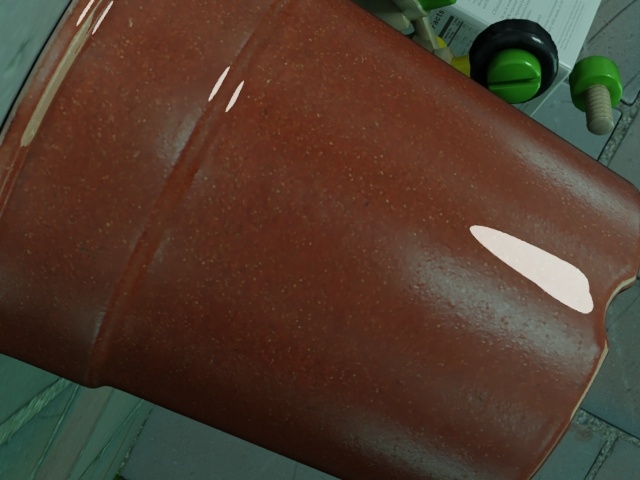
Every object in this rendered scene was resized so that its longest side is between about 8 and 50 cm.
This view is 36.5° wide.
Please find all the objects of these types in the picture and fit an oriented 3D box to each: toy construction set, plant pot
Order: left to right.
[{"bbox_3d":[0.000,0.000,0.507,0.272,0.265,0.272,-62,-179,2],"label":"plant pot"},{"bbox_3d":[0.026,-0.153,0.756,0.309,0.257,0.237,-35,-149,38],"label":"toy construction set"}]

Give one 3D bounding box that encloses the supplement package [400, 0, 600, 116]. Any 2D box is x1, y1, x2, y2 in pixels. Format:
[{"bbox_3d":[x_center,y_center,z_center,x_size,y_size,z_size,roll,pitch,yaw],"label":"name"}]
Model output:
[{"bbox_3d":[0.119,-0.249,0.952,0.199,0.262,0.198,-63,-178,-25],"label":"supplement package"}]
